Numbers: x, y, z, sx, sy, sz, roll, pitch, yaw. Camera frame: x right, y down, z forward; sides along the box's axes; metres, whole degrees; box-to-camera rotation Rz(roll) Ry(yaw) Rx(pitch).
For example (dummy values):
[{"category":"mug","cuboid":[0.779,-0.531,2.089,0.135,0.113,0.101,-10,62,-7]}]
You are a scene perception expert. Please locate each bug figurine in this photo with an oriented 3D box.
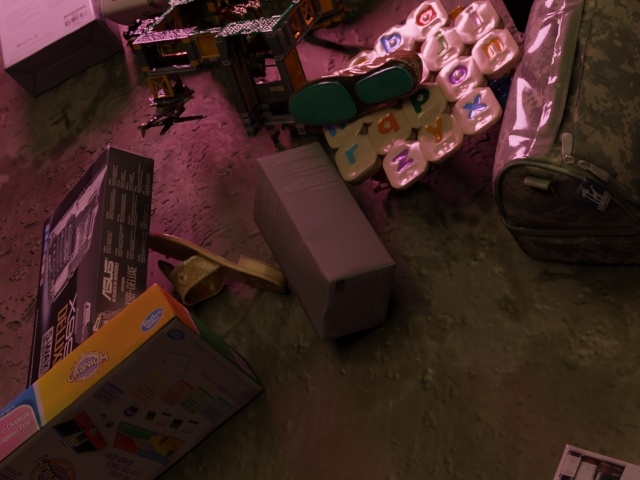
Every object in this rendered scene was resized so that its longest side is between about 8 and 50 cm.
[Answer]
[{"category":"bug figurine","cuboid":[0.148,-0.197,1.833,0.279,0.072,0.216,-29,48,15]}]

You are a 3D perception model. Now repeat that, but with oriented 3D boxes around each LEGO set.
[{"category":"LEGO set","cuboid":[-0.107,-0.254,1.964,0.331,0.192,0.255,-6,31,20]}]

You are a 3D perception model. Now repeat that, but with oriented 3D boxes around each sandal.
[{"category":"sandal","cuboid":[-0.162,0.054,1.842,0.240,0.088,0.079,13,71,25]}]

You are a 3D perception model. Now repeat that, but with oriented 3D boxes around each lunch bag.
[{"category":"lunch bag","cuboid":[0.317,-0.143,1.603,0.212,0.256,0.305,3,65,28]}]

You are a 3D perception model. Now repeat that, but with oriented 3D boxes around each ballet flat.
[{"category":"ballet flat","cuboid":[0.052,-0.204,1.783,0.206,0.073,0.067,-10,27,33]}]

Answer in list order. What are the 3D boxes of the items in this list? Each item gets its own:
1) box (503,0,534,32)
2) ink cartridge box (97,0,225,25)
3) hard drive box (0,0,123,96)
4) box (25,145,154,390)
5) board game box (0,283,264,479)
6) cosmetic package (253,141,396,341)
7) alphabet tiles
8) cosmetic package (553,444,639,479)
[{"category":"box","cuboid":[0.377,-0.344,1.740,0.270,0.165,0.143,20,74,34]},{"category":"ink cartridge box","cuboid":[-0.246,-0.445,2.128,0.218,0.092,0.159,-9,82,20]},{"category":"hard drive box","cuboid":[-0.442,-0.382,2.220,0.181,0.089,0.232,-25,55,12]},{"category":"box","cuboid":[-0.318,0.061,1.846,0.242,0.076,0.307,-39,43,49]},{"category":"board game box","cuboid":[-0.257,0.223,1.698,0.316,0.242,0.064,-39,52,2]},{"category":"cosmetic package","cuboid":[0.000,0.000,1.749,0.107,0.127,0.238,-18,54,-21]},{"category":"alphabet tiles","cuboid":[0.130,-0.195,1.759,0.284,0.021,0.278,-37,42,15]},{"category":"cosmetic package","cuboid":[0.366,0.306,1.451,0.239,0.060,0.099,13,71,32]}]
